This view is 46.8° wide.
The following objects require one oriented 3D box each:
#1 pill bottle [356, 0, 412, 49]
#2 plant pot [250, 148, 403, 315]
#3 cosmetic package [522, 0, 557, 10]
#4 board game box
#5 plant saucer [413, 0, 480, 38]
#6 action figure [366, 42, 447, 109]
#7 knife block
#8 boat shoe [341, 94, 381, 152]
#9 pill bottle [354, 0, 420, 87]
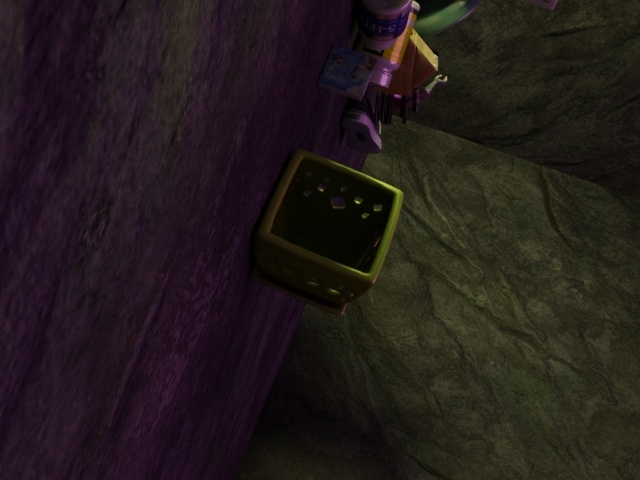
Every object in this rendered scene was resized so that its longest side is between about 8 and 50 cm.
[{"bbox_3d":[0.133,-0.486,1.567,0.186,0.112,0.111,89,21,-77],"label":"pill bottle"},{"bbox_3d":[0.000,0.000,1.402,0.207,0.228,0.227,117,-4,-56],"label":"plant pot"},{"bbox_3d":[0.476,-0.835,2.048,0.161,0.454,0.230,102,8,-59],"label":"cosmetic package"},{"bbox_3d":[0.051,-0.322,1.413,0.020,0.090,0.090,103,7,-73],"label":"board game box"},{"bbox_3d":[0.318,-0.695,2.145,0.043,0.318,0.317,55,44,-37],"label":"plant saucer"},{"bbox_3d":[0.284,-0.517,2.500,0.370,0.248,0.275,86,24,-73],"label":"action figure"},{"bbox_3d":[0.189,-0.460,2.028,0.242,0.275,0.088,-34,-157,28],"label":"knife block"},{"bbox_3d":[0.125,-0.345,2.190,0.306,0.113,0.104,42,60,-69],"label":"boat shoe"},{"bbox_3d":[0.150,-0.481,1.775,0.119,0.119,0.208,-50,159,-79],"label":"pill bottle"}]
